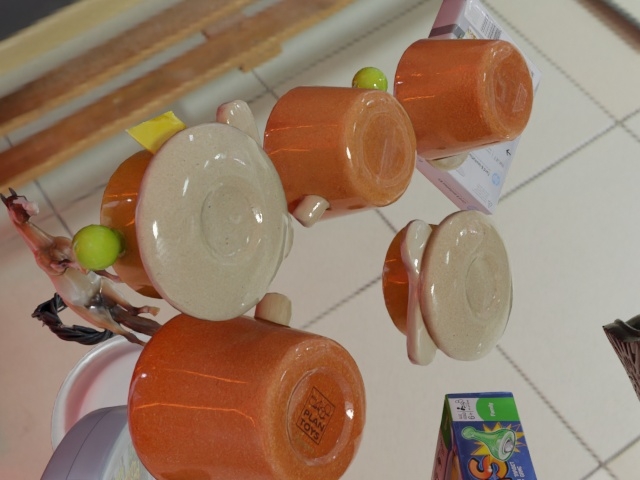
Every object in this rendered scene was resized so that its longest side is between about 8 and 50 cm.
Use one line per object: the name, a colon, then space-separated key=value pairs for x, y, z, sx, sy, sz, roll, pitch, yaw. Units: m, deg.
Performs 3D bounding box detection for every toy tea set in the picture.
toy tea set: x=0.000 y=0.000 z=0.596 sx=0.124 sy=0.200 sz=0.336 roll=-1 pitch=20 yaw=42

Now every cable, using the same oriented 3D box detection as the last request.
cable: x=-0.449 y=0.144 z=2.061 sx=0.151 sy=0.184 sz=0.047 roll=21 pitch=104 yaw=12

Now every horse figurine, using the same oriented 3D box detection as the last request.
horse figurine: x=-0.281 y=0.054 z=1.343 sx=0.174 sy=0.263 sz=0.066 roll=20 pitch=66 yaw=37

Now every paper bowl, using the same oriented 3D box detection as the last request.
paper bowl: x=-0.240 y=0.265 z=1.549 sx=0.284 sy=0.148 sz=0.284 roll=3 pitch=71 yaw=-9

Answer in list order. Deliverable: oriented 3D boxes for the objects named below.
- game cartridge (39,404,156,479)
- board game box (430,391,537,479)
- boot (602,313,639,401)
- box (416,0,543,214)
game cartridge: x=-0.173 y=0.246 z=0.879 sx=0.060 sy=0.294 sz=0.196 roll=-7 pitch=100 yaw=3
board game box: x=0.075 y=0.190 z=0.517 sx=0.035 sy=0.201 sz=0.136 roll=-1 pitch=38 yaw=-5
boot: x=0.497 y=0.117 z=1.291 sx=0.260 sy=0.348 sz=0.131 roll=-24 pitch=89 yaw=2
box: x=0.154 y=-0.140 z=1.126 sx=0.038 sy=0.145 sz=0.186 roll=-6 pitch=54 yaw=47
